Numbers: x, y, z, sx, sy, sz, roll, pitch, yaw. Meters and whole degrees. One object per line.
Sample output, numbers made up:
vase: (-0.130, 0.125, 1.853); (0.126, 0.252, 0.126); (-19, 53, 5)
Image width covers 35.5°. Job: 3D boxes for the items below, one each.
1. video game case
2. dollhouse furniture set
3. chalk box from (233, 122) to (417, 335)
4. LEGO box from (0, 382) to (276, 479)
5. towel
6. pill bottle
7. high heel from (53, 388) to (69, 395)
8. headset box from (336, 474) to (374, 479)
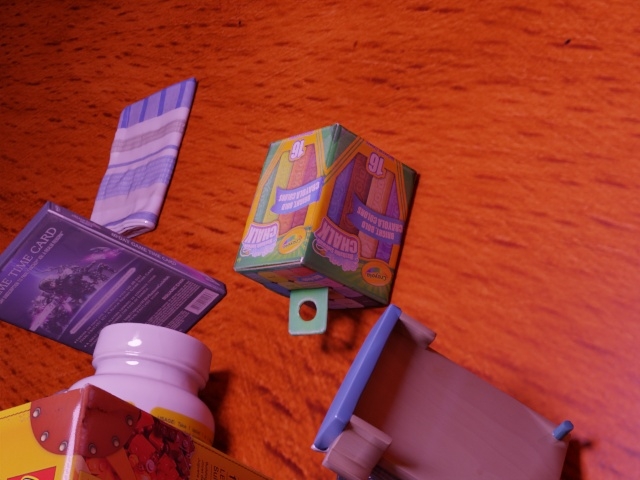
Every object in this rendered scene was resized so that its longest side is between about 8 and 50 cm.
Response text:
video game case: (-0.290, 0.071, 1.311); (0.196, 0.274, 0.026); (-43, 38, 25)
dollhouse furniture set: (0.101, 0.255, 0.808); (0.198, 0.286, 0.303); (-59, 1, 43)
chalk box: (0.000, 0.000, 1.117); (0.132, 0.132, 0.213); (-9, 60, 49)
LEGO box: (-0.159, 0.425, 0.795); (0.193, 0.372, 0.500); (-19, 52, 28)
towel: (-0.306, -0.129, 1.683); (0.209, 0.034, 0.285); (-12, 57, 47)
pill bottle: (-0.227, 0.275, 1.168); (0.188, 0.188, 0.333); (-18, 52, 45)
high heel: (-0.453, 0.350, 1.485); (0.261, 0.093, 0.186); (-33, 42, 27)
headset box: (0.043, 0.251, 0.976); (0.062, 0.032, 0.083); (-14, 57, 47)
